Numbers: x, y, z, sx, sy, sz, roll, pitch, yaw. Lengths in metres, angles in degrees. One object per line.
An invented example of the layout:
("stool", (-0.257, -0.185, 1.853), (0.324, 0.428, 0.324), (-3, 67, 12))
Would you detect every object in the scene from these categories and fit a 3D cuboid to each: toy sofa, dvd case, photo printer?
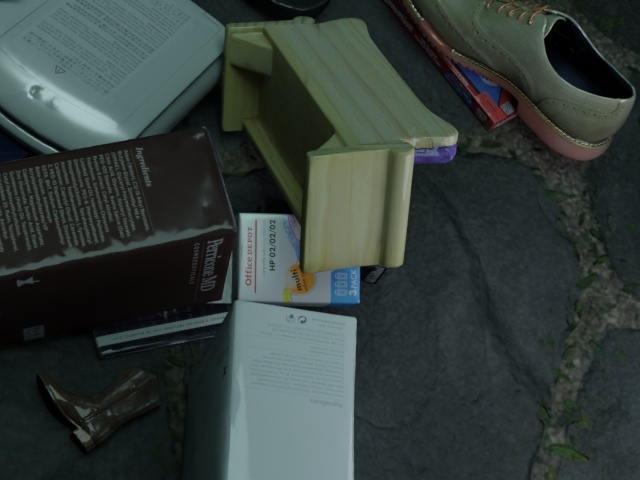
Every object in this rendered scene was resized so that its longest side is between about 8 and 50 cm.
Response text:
("toy sofa", (0.012, -0.122, 1.555), (0.177, 0.150, 0.362), (-7, 34, -18))
("dvd case", (-0.210, 0.024, 1.582), (0.165, 0.018, 0.221), (-10, 65, -25))
("photo printer", (-0.274, -0.212, 1.604), (0.256, 0.107, 0.307), (35, 44, 0))

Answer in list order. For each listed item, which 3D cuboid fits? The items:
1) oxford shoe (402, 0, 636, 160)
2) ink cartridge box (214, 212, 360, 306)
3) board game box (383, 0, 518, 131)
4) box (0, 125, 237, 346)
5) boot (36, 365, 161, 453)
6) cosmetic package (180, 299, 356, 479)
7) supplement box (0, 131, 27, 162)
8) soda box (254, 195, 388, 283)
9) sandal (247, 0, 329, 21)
("oxford shoe", (0.265, -0.288, 1.807), (0.397, 0.146, 0.140), (41, 59, 6))
("ink cartridge box", (-0.048, 0.023, 1.564), (0.181, 0.061, 0.104), (1, 83, -11))
("board game box", (0.206, -0.292, 1.894), (0.145, 0.027, 0.281), (-29, 75, -31))
("box", (-0.293, 0.010, 1.431), (0.382, 0.191, 0.143), (-13, 67, -15))
("boot", (-0.242, 0.164, 1.482), (0.114, 0.037, 0.106), (-35, 91, -28))
("cosmetic package", (-0.060, 0.215, 1.404), (0.138, 0.224, 0.224), (9, 60, -15))
("supplement box", (-0.389, -0.088, 1.542), (0.083, 0.083, 0.056), (40, 58, 5))
("soda box", (0.000, 0.000, 1.645), (0.169, 0.053, 0.060), (15, 59, -11))
("sandal", (-0.157, -0.472, 1.819), (0.446, 0.107, 0.167), (35, 56, 2))
